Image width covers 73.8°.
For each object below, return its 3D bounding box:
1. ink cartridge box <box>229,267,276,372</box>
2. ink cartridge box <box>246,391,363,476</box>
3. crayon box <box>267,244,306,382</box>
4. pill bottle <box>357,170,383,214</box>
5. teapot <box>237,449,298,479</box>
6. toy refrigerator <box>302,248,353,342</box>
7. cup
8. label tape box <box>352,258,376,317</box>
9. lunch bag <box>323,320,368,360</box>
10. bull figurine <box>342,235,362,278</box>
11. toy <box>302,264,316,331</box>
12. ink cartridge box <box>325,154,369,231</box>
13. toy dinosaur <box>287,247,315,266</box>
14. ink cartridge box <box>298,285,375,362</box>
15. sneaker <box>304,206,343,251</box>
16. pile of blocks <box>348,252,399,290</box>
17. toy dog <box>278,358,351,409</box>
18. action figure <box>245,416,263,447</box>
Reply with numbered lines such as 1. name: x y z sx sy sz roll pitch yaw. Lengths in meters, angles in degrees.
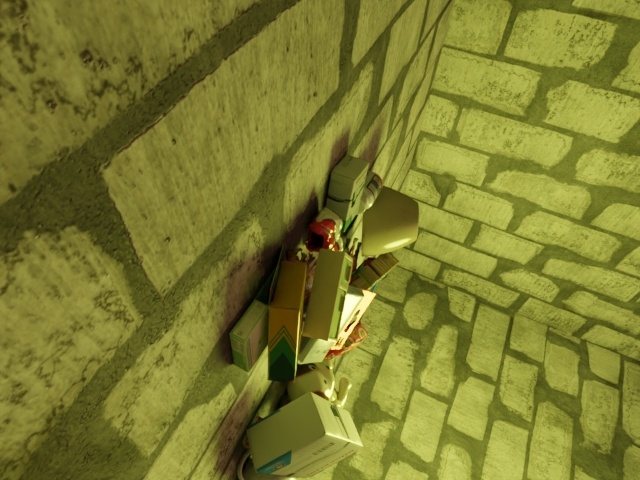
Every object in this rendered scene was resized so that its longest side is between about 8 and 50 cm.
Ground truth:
1. ink cartridge box: -0.156 0.213 1.149 0.235 0.056 0.171 -55 161 -38
2. ink cartridge box: -0.049 0.750 1.616 0.285 0.166 0.395 -31 141 6
3. crayon box: -0.089 0.199 1.155 0.202 0.081 0.319 -83 178 -57
4. pill bottle: 0.168 -0.185 1.673 0.180 0.107 0.108 -55 161 -43
5. teapot: -0.206 0.927 1.717 0.256 0.252 0.187 113 -16 -71
6. toy refrigerator: 0.029 0.170 1.314 0.102 0.094 0.270 40 59 -65
7. cup: 0.307 -0.090 1.882 0.331 0.236 0.332 2 90 -82
8. label tape box: 0.157 0.278 2.129 0.249 0.115 0.348 -58 180 -34
9. lunch bag: 0.074 0.519 2.097 0.293 0.120 0.258 -40 166 28
10. bull figurine: 0.120 0.085 1.913 0.310 0.101 0.189 40 65 -82
11. toy: -0.035 0.200 1.385 0.237 0.056 0.137 -47 116 -43
12. ink cartridge box: 0.084 -0.160 1.431 0.153 0.086 0.209 -53 159 -48
13. toy dinosaur: -0.074 0.086 1.292 0.112 0.064 0.212 -37 141 -31
14. ink cartridge box: 0.084 0.331 1.678 0.384 0.091 0.308 22 101 -54
15. sneaker: 0.000 0.000 1.391 0.118 0.107 0.279 -43 154 -20
16. pile of blocks: 0.211 0.154 1.926 0.362 0.113 0.149 -33 164 -38
17. toy dog: -0.060 0.682 1.884 0.394 0.285 0.408 -18 142 -23
18. action figure: -0.252 0.728 1.613 0.115 0.030 0.038 -55 166 -37
